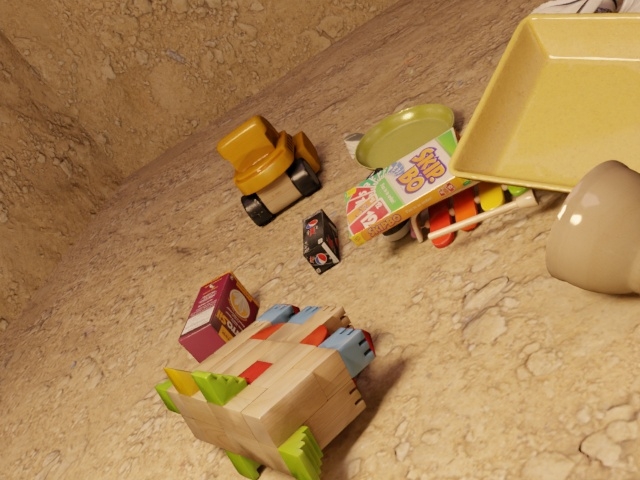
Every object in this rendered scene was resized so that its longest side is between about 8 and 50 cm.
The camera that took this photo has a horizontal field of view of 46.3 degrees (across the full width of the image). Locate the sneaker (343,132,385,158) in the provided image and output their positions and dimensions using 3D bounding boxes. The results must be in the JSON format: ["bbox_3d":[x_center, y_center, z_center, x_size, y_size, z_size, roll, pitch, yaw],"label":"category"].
[{"bbox_3d":[0.131,-0.226,1.825,0.152,0.061,0.054,9,39,36],"label":"sneaker"}]

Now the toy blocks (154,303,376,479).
[{"bbox_3d":[-0.048,0.197,1.113,0.261,0.191,0.381,-37,18,-30],"label":"toy blocks"}]

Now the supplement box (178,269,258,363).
[{"bbox_3d":[-0.196,0.160,1.470,0.080,0.104,0.188,-28,24,21],"label":"supplement box"}]

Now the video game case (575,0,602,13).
[{"bbox_3d":[0.496,-0.414,1.510,0.201,0.023,0.183,-52,-3,9],"label":"video game case"}]

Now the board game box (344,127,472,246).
[{"bbox_3d":[0.157,-0.098,1.303,0.259,0.039,0.124,-28,39,21],"label":"board game box"}]

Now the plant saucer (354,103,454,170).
[{"bbox_3d":[0.193,-0.224,1.691,0.240,0.037,0.241,-21,33,15],"label":"plant saucer"}]

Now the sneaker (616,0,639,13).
[{"bbox_3d":[0.620,-0.419,1.414,0.297,0.111,0.129,-47,34,-6],"label":"sneaker"}]

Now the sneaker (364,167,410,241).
[{"bbox_3d":[0.151,-0.109,1.453,0.079,0.121,0.217,-18,29,37],"label":"sneaker"}]

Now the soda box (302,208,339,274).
[{"bbox_3d":[0.000,0.000,1.551,0.053,0.060,0.169,-33,23,14],"label":"soda box"}]

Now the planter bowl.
[{"bbox_3d":[0.364,-0.002,0.892,0.162,0.162,0.109,-43,48,-15],"label":"planter bowl"}]

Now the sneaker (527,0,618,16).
[{"bbox_3d":[0.538,-0.479,1.664,0.235,0.090,0.095,-15,40,47],"label":"sneaker"}]

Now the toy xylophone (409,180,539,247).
[{"bbox_3d":[0.274,-0.094,1.277,0.322,0.081,0.236,-21,41,31],"label":"toy xylophone"}]

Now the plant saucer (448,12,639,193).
[{"bbox_3d":[0.405,-0.191,1.116,0.332,0.081,0.333,13,66,40],"label":"plant saucer"}]

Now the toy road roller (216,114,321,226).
[{"bbox_3d":[-0.143,-0.218,1.965,0.202,0.241,0.330,-32,22,12],"label":"toy road roller"}]
